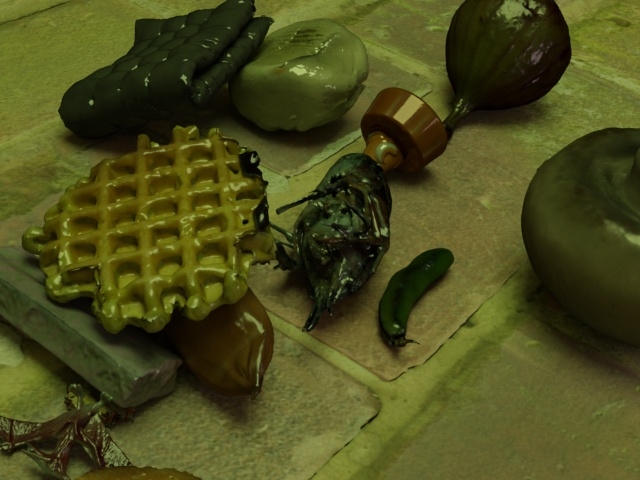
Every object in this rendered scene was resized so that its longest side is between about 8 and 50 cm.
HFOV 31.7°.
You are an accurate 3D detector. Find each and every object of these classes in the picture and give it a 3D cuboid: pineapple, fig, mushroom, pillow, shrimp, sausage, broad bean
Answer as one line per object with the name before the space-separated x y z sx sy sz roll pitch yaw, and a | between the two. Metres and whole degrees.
pineapple | -0.237 0.177 1.191 0.083 0.019 0.045 13 29 4
fig | 0.267 -0.280 1.864 0.217 0.217 0.321 30 62 25
mushroom | 0.442 -0.030 1.431 0.362 0.294 0.362 8 37 -6
pillow | -0.227 -0.260 1.684 0.228 0.101 0.326 -12 29 26
shrimp | 0.001 -0.001 1.429 0.172 0.137 0.372 -16 16 26
sausage | -0.132 0.078 1.283 0.112 0.112 0.328 -12 39 -29
broad bean | 0.117 0.068 1.426 0.069 0.039 0.227 13 35 13

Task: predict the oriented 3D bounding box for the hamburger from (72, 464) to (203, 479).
hamburger | -0.169 0.291 0.962 0.182 0.118 0.191 18 32 16

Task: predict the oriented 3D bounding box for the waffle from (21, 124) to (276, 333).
waffle | -0.174 -0.019 1.276 0.307 0.060 0.312 -37 49 -25

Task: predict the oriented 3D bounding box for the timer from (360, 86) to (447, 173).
timer | 0.091 -0.129 1.653 0.132 0.132 0.152 31 63 26

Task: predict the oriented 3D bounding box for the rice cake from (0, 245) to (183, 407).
rice cake | -0.283 0.089 1.254 0.298 0.050 0.106 30 17 26

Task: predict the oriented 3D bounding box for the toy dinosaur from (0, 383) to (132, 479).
toy dinosaur | -0.248 0.199 1.130 0.220 0.032 0.108 18 51 14

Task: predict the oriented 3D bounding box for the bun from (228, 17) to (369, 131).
bun | -0.028 -0.248 1.753 0.229 0.145 0.229 -22 26 12
